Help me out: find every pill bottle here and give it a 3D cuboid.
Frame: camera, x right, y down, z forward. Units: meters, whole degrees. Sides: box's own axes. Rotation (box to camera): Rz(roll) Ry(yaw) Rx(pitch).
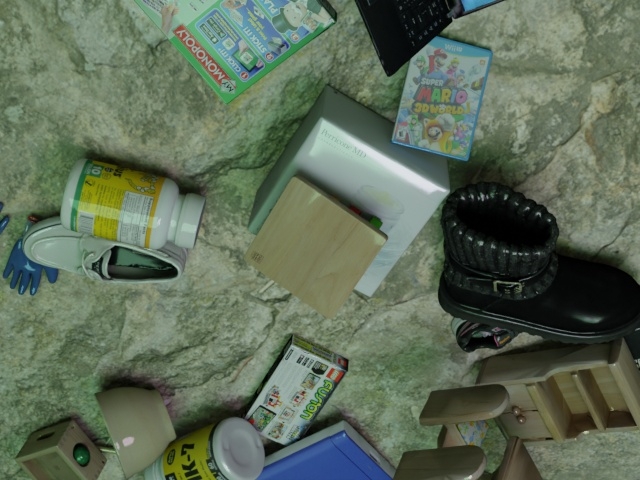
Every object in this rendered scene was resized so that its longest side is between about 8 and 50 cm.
[{"bbox_3d":[-0.211,0.400,1.887,0.208,0.119,0.119,-27,115,34],"label":"pill bottle"},{"bbox_3d":[-0.291,-0.051,1.655,0.208,0.117,0.117,14,119,-3],"label":"pill bottle"}]

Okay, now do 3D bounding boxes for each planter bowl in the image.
[{"bbox_3d":[-0.321,0.326,1.862,0.109,0.162,0.162,-21,119,-14],"label":"planter bowl"}]

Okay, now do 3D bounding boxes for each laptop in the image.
[{"bbox_3d":[0.167,-0.390,1.421,0.137,0.264,0.234,2,127,46],"label":"laptop"}]

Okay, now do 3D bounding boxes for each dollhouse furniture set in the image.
[{"bbox_3d":[0.352,0.358,1.648,0.257,0.394,0.362,-13,119,34],"label":"dollhouse furniture set"}]

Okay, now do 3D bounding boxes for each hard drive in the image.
[{"bbox_3d":[-0.035,0.462,1.950,0.319,0.040,0.210,-29,126,18],"label":"hard drive"}]

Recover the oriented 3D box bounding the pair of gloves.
[{"bbox_3d":[-0.528,0.008,1.761,0.198,0.023,0.159,23,120,-8],"label":"pair of gloves"}]

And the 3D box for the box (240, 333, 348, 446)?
[{"bbox_3d":[-0.048,0.271,1.867,0.114,0.036,0.207,27,118,-11],"label":"box"}]

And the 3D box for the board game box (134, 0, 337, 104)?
[{"bbox_3d":[-0.157,-0.377,1.504,0.213,0.046,0.317,-33,112,21],"label":"board game box"}]

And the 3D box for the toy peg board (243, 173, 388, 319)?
[{"bbox_3d":[0.000,0.000,1.543,0.161,0.079,0.161,35,117,3],"label":"toy peg board"}]

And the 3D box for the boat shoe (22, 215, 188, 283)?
[{"bbox_3d":[-0.351,0.027,1.707,0.268,0.088,0.096,9,119,-8],"label":"boat shoe"}]

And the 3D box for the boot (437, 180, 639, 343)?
[{"bbox_3d":[0.346,0.037,1.597,0.348,0.131,0.260,4,146,2],"label":"boot"}]

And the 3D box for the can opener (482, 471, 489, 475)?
[{"bbox_3d":[0.364,0.502,1.964,0.283,0.076,0.095,24,150,-10],"label":"can opener"}]

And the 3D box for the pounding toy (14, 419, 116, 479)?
[{"bbox_3d":[-0.456,0.399,1.946,0.141,0.100,0.130,-21,116,27],"label":"pounding toy"}]

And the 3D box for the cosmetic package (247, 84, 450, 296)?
[{"bbox_3d":[0.043,-0.074,1.609,0.224,0.138,0.224,28,116,-12],"label":"cosmetic package"}]

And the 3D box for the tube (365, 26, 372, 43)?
[{"bbox_3d":[0.064,-0.394,1.474,0.070,0.062,0.240,-30,115,-26],"label":"tube"}]

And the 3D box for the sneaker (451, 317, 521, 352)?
[{"bbox_3d":[0.308,0.146,1.749,0.178,0.077,0.072,-23,116,15],"label":"sneaker"}]

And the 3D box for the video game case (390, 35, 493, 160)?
[{"bbox_3d":[0.178,-0.210,1.542,0.119,0.015,0.166,13,90,-9],"label":"video game case"}]

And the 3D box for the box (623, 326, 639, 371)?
[{"bbox_3d":[0.582,0.162,1.738,0.180,0.077,0.147,-15,118,12],"label":"box"}]
